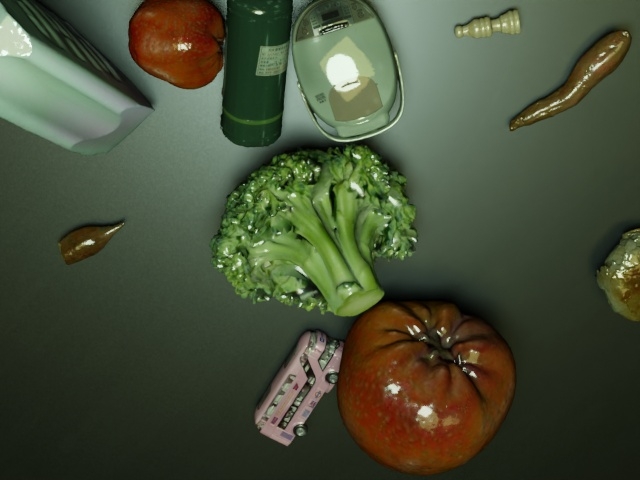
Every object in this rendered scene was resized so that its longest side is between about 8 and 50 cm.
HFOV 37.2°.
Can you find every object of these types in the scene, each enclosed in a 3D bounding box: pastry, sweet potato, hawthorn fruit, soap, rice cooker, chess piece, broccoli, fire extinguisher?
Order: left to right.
[{"bbox_3d":[-0.372,-0.229,1.253,0.115,0.347,0.208,-43,68,6],"label":"soap"},{"bbox_3d":[-0.354,-0.002,1.467,0.117,0.049,0.049,-26,109,5],"label":"sweet potato"},{"bbox_3d":[-0.201,-0.277,1.315,0.138,0.133,0.133,9,111,-2],"label":"hawthorn fruit"},{"bbox_3d":[-0.087,-0.273,1.293,0.093,0.118,0.294,27,134,22],"label":"fire extinguisher"},{"bbox_3d":[0.001,-0.008,1.381,0.288,0.235,0.260,-40,82,18],"label":"broccoli"},{"bbox_3d":[0.036,-0.246,1.334,0.145,0.127,0.206,-16,114,7],"label":"rice cooker"},{"bbox_3d":[0.149,0.241,1.467,0.277,0.277,0.298,8,130,-3],"label":"hawthorn fruit"},{"bbox_3d":[0.238,-0.306,1.360,0.092,0.035,0.035,-9,111,7],"label":"chess piece"},{"bbox_3d":[0.366,-0.226,1.386,0.050,0.050,0.214,42,112,-15],"label":"sweet potato"},{"bbox_3d":[0.507,0.054,1.476,0.153,0.081,0.153,0,107,0],"label":"pastry"}]

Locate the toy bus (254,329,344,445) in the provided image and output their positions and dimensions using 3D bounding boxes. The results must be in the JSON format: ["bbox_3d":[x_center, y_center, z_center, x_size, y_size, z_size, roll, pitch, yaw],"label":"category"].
[{"bbox_3d":[-0.033,0.242,1.557,0.090,0.063,0.203,29,109,-10],"label":"toy bus"}]
